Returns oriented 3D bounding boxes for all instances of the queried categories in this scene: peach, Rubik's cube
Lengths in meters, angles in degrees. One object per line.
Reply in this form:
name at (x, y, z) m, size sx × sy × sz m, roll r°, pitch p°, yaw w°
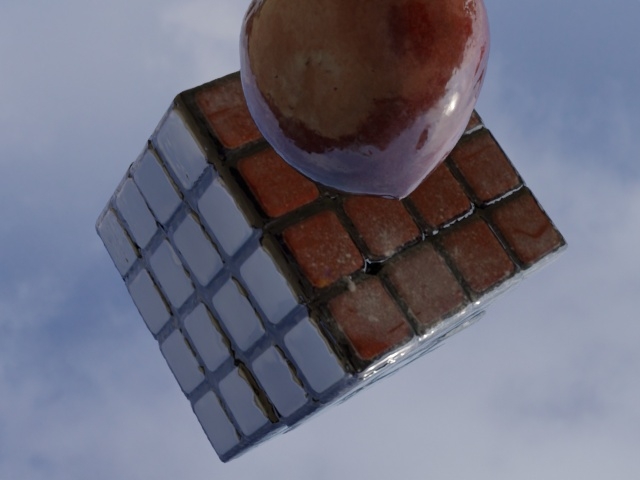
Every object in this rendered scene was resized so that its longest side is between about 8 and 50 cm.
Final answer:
peach at (0.035, -0.094, 0.621) m, size 0.152 × 0.152 × 0.152 m, roll -7°, pitch -131°, yaw 8°
Rubik's cube at (0.000, 0.000, 1.236) m, size 0.344 × 0.337 × 0.343 m, roll -24°, pitch -102°, yaw -34°
